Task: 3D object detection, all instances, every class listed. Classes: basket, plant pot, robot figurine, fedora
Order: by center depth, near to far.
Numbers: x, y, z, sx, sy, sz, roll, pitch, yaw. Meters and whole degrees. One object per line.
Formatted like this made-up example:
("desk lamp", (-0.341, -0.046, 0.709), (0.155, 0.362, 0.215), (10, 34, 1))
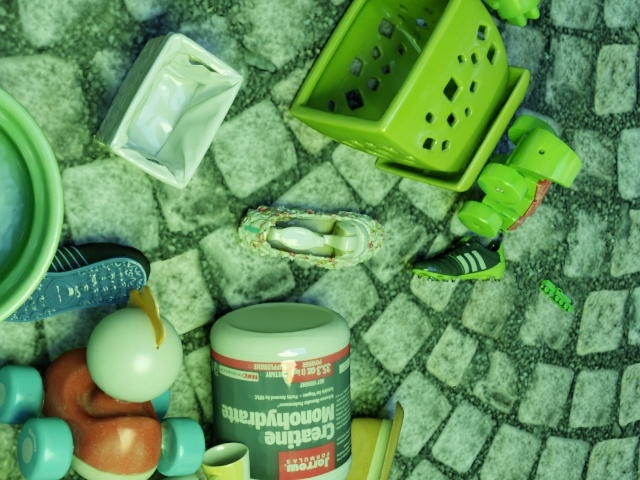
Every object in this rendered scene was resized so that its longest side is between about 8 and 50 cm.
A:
("basket", (-0.195, -0.165, 1.257), (0.113, 0.103, 0.167), (31, 85, -29))
("plant pot", (0.135, -0.202, 1.361), (0.207, 0.228, 0.227), (35, 82, -34))
("fedora", (0.068, 0.323, 1.480), (0.079, 0.194, 0.194), (15, 93, 5))
("robot figurine", (0.286, -0.379, 1.490), (0.101, 0.067, 0.115), (-30, 112, -7))

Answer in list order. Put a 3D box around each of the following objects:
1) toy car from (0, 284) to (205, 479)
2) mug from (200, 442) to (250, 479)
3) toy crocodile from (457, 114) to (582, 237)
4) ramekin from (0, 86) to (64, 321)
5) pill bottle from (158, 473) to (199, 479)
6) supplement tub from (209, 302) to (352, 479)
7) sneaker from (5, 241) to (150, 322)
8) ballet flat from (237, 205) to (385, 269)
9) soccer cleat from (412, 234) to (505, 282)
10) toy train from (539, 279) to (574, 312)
("toy car", (-0.243, 0.151, 1.207), (0.219, 0.210, 0.238), (9, 112, -38))
("mug", (-0.122, 0.302, 1.260), (0.078, 0.062, 0.064), (-22, 110, -36))
("toy crocodile", (0.279, -0.076, 1.416), (0.105, 0.340, 0.115), (32, 73, 6))
("ramekin", (-0.438, -0.040, 1.094), (0.303, 0.148, 0.304), (-1, 93, -15))
("pill bottle", (-0.299, 0.431, 1.235), (0.360, 0.204, 0.204), (-19, 108, -15))
("supplement tub", (-0.052, 0.235, 1.359), (0.191, 0.191, 0.272), (-7, 103, -27))
("sneaker", (-0.329, 0.048, 1.248), (0.232, 0.090, 0.082), (-3, 103, -6))
("ballet flat", (0.000, 0.000, 1.407), (0.240, 0.077, 0.091), (2, 98, -29))
("soccer cleat", (0.213, 0.028, 1.540), (0.178, 0.060, 0.072), (0, 90, -34))
("toy train", (0.397, 0.093, 1.668), (0.083, 0.017, 0.024), (37, 71, -28))
